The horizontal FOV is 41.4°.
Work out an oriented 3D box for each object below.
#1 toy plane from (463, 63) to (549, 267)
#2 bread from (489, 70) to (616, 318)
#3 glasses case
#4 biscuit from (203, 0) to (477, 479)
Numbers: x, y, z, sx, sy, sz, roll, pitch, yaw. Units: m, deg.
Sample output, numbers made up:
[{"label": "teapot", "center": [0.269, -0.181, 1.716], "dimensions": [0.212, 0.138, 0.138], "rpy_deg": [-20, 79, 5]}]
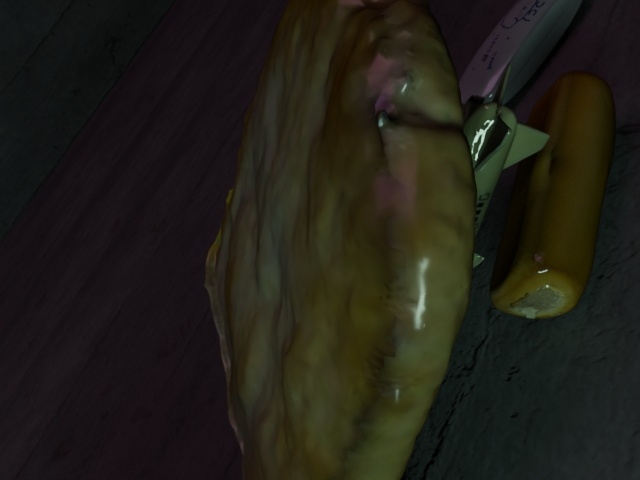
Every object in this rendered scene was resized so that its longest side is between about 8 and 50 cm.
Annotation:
[{"label": "toy plane", "center": [0.107, -0.023, 0.748], "dimensions": [0.256, 0.104, 0.242], "rpy_deg": [-56, 13, 37]}, {"label": "bread", "center": [0.203, -0.037, 0.723], "dimensions": [0.092, 0.074, 0.239], "rpy_deg": [-51, 15, 56]}, {"label": "glasses case", "center": [0.223, -0.221, 0.956], "dimensions": [0.197, 0.049, 0.076], "rpy_deg": [-52, 28, -8]}, {"label": "biscuit", "center": [0.001, 0.000, 0.706], "dimensions": [0.429, 0.104, 0.446], "rpy_deg": [-110, 32, -52]}]
